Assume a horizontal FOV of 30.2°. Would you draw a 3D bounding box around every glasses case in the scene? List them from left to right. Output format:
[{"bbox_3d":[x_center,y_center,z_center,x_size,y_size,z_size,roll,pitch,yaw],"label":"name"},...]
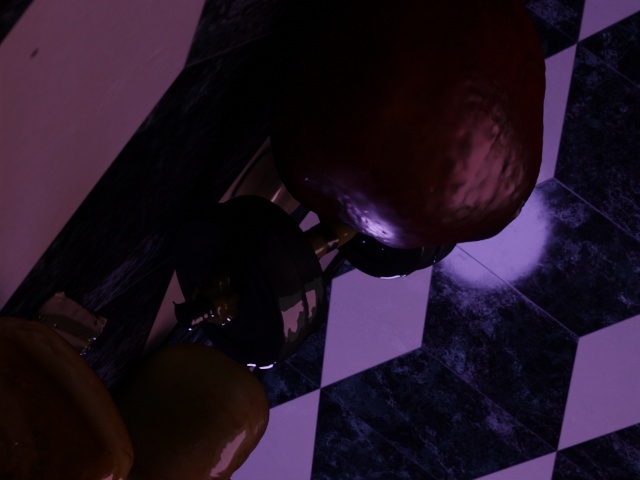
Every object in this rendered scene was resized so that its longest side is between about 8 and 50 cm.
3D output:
[{"bbox_3d":[-0.052,-0.067,1.458,0.083,0.050,0.196,-56,174,7],"label":"glasses case"}]

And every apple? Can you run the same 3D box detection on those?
[{"bbox_3d":[-0.190,0.256,1.618,0.261,0.194,0.261,-50,174,-6],"label":"apple"}]

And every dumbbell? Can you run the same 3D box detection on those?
[{"bbox_3d":[0.000,0.000,1.299,0.388,0.185,0.185,-29,161,-35],"label":"dumbbell"}]

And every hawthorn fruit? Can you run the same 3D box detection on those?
[{"bbox_3d":[0.086,-0.146,1.119,0.265,0.265,0.307,-46,155,-48],"label":"hawthorn fruit"}]

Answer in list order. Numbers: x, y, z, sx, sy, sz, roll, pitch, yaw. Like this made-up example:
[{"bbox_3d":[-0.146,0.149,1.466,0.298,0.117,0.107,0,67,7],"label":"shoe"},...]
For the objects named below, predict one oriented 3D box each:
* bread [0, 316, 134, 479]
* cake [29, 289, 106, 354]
[{"bbox_3d":[-0.245,0.189,0.921,0.132,0.167,0.294,-18,155,-36],"label":"bread"},{"bbox_3d":[-0.217,0.083,1.050,0.051,0.055,0.140,-58,177,-12],"label":"cake"}]
